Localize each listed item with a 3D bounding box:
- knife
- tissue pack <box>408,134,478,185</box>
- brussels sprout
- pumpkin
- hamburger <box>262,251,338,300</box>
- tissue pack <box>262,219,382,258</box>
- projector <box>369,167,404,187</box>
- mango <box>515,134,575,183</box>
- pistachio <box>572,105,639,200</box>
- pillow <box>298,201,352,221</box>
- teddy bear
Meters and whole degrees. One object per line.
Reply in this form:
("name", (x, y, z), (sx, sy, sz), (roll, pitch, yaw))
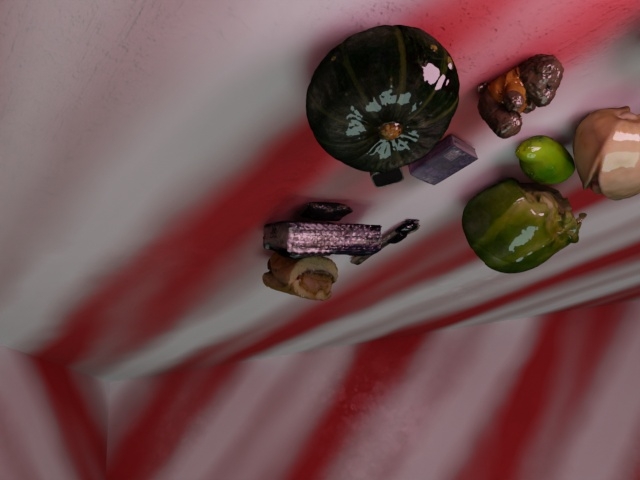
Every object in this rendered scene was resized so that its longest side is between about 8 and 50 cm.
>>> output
("knife", (0.234, 0.021, 1.785), (0.089, 0.043, 0.365), (9, 150, -32))
("tissue pack", (0.333, -0.217, 1.309), (0.112, 0.051, 0.156), (16, 146, -37))
("brussels sprout", (0.625, -0.054, 1.510), (0.371, 0.276, 0.315), (-1, 141, -32))
("pumpkin", (0.122, -0.276, 0.939), (0.300, 0.207, 0.300), (-2, 142, -1))
("hamburger", (-0.093, 0.114, 1.703), (0.208, 0.162, 0.330), (14, 179, 27))
("tissue pack", (0.000, 0.000, 1.510), (0.332, 0.123, 0.245), (2, 177, -25))
("projector", (0.168, -0.198, 1.252), (0.083, 0.082, 0.083), (-16, 155, 13))
("mango", (0.612, -0.223, 1.320), (0.232, 0.111, 0.125), (12, 144, -35))
("pistachio", (0.761, -0.221, 1.224), (0.229, 0.230, 0.309), (-18, 152, 18))
("pillow", (0.016, -0.090, 1.470), (0.150, 0.048, 0.090), (4, 146, -19))
("teddy bear", (0.438, -0.323, 1.047), (0.190, 0.140, 0.177), (-35, 172, 29))
